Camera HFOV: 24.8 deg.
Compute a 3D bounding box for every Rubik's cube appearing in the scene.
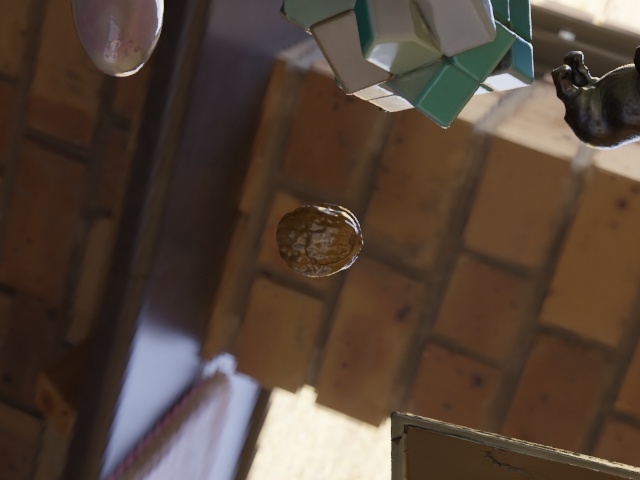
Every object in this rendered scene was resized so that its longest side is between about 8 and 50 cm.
[{"bbox_3d":[0.087,-0.240,1.487,0.213,0.224,0.265,18,66,-57],"label":"Rubik's cube"}]

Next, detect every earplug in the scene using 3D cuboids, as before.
[{"bbox_3d":[-0.297,-0.359,2.139,0.172,0.172,0.301,95,-11,-52],"label":"earplug"}]

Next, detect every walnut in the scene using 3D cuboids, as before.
[{"bbox_3d":[0.000,0.000,1.579,0.079,0.096,0.083,54,45,-70],"label":"walnut"}]

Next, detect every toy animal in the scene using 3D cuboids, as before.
[{"bbox_3d":[0.479,-0.198,1.963,0.106,0.343,0.168,-44,128,-45],"label":"toy animal"}]

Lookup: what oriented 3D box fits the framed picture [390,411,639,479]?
[{"bbox_3d":[0.206,0.268,1.548,0.216,0.273,0.016,87,19,-51],"label":"framed picture"}]
